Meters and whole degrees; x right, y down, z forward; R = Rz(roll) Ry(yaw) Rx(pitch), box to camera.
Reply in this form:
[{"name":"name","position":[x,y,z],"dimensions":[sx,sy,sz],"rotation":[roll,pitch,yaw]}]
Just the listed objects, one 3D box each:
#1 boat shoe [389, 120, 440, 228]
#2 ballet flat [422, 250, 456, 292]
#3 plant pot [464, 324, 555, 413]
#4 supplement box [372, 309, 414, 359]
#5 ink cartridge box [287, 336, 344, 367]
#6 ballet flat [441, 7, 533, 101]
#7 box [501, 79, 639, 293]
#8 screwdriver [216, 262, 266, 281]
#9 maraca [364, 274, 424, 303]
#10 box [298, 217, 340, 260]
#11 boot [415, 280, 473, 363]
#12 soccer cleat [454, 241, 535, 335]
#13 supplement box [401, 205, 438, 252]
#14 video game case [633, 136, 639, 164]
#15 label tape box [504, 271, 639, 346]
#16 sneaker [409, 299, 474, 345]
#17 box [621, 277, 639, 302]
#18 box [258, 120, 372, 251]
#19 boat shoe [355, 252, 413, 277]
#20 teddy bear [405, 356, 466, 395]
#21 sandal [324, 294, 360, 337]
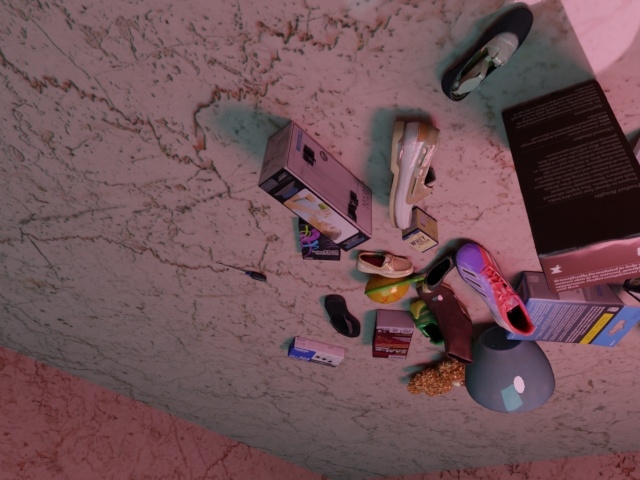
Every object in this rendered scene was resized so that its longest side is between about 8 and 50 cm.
[{"name":"boat shoe","position":[0.216,-0.136,1.125],"dimensions":[0.103,0.113,0.302],"rotation":[5,141,11]},{"name":"ballet flat","position":[0.344,0.092,1.424],"dimensions":[0.049,0.057,0.173],"rotation":[-10,142,-38]},{"name":"plant pot","position":[0.623,0.403,1.633],"dimensions":[0.290,0.290,0.195],"rotation":[-9,116,19]},{"name":"supplement box","position":[0.257,0.342,1.741],"dimensions":[0.130,0.073,0.239],"rotation":[3,142,4]},{"name":"ink cartridge box","position":[-0.018,0.446,1.929],"dimensions":[0.207,0.046,0.097],"rotation":[17,139,-12]},{"name":"ballet flat","position":[0.310,-0.334,0.902],"dimensions":[0.074,0.074,0.203],"rotation":[28,136,-24]},{"name":"box","position":[0.478,-0.108,0.907],"dimensions":[0.191,0.381,0.143],"rotation":[-15,137,25]},{"name":"screwdriver","position":[-0.255,0.102,1.555],"dimensions":[0.170,0.025,0.024],"rotation":[16,140,-12]},{"name":"maraca","position":[0.223,0.136,1.472],"dimensions":[0.186,0.099,0.127],"rotation":[-15,176,4]},{"name":"box","position":[0.000,0.000,1.390],"dimensions":[0.116,0.029,0.162],"rotation":[2,142,6]},{"name":"boot","position":[0.392,0.252,1.503],"dimensions":[0.248,0.206,0.090],"rotation":[32,135,-28]},{"name":"soccer cleat","position":[0.492,0.135,1.354],"dimensions":[0.109,0.116,0.318],"rotation":[-38,106,-2]},{"name":"supplement box","position":[0.261,-0.028,1.274],"dimensions":[0.083,0.083,0.056],"rotation":[31,136,-27]},{"name":"video game case","position":[0.713,-0.139,1.045],"dimensions":[0.143,0.019,0.157],"rotation":[24,94,-20]},{"name":"label tape box","position":[0.763,0.215,1.485],"dimensions":[0.334,0.105,0.240],"rotation":[4,141,3]},{"name":"sneaker","position":[0.405,0.308,1.637],"dimensions":[0.296,0.123,0.109],"rotation":[31,135,-28]},{"name":"box","position":[0.911,0.107,1.289],"dimensions":[0.180,0.147,0.077],"rotation":[29,177,-26]},{"name":"box","position":[0.000,-0.121,1.134],"dimensions":[0.087,0.169,0.290],"rotation":[-29,128,33]},{"name":"boat shoe","position":[0.189,0.067,1.419],"dimensions":[0.170,0.063,0.059],"rotation":[3,147,5]},{"name":"teddy bear","position":[0.490,0.569,1.960],"dimensions":[0.245,0.113,0.338],"rotation":[28,137,-27]},{"name":"sandal","position":[0.071,0.282,1.706],"dimensions":[0.097,0.054,0.254],"rotation":[-10,138,20]}]
